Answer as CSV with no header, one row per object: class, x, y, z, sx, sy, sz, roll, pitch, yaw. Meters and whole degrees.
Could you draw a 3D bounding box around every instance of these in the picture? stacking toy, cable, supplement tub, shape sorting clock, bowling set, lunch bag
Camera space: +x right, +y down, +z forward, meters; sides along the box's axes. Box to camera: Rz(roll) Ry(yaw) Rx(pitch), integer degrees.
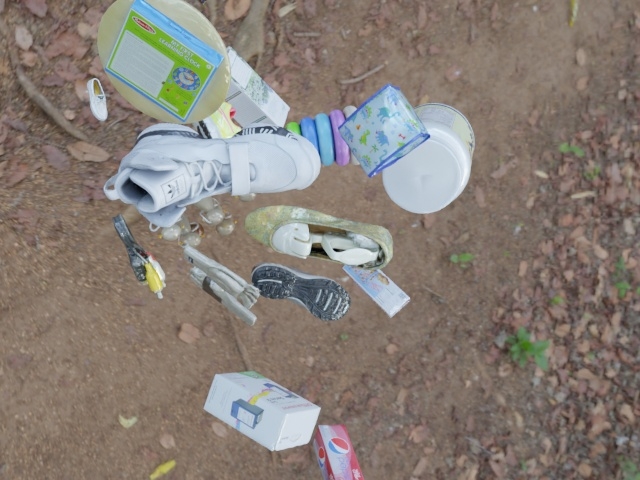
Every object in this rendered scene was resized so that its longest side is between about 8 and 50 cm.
stacking toy,-0.068,-0.228,1.516,0.329,0.141,0.141,-8,99,-4
cable,-0.455,0.017,1.628,0.072,0.140,0.287,-16,138,-11
supplement tub,0.292,-0.225,1.749,0.236,0.235,0.325,66,24,-18
shape sorting clock,-0.230,-0.266,0.954,0.206,0.206,0.040,46,41,-25
bowling set,-0.287,-0.048,1.627,0.286,0.154,0.200,-26,144,-20
lunch bag,0.125,-0.220,1.311,0.129,0.151,0.096,58,22,9

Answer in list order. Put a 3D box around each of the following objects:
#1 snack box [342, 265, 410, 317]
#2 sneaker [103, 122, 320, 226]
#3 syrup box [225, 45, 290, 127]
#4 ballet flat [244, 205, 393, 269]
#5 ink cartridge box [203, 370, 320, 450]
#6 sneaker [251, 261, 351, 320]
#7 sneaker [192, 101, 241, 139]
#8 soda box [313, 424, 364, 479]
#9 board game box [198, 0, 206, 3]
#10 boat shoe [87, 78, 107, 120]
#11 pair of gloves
snack box,0.134,0.106,1.569,0.064,0.178,0.022,-40,150,-9
sneaker,-0.193,-0.112,1.141,0.210,0.365,0.138,-66,158,-55
syrup box,-0.195,-0.374,1.669,0.237,0.096,0.093,43,45,-33
ballet flat,0.000,0.000,1.458,0.348,0.123,0.123,10,90,-9
ink cartridge box,-0.131,0.382,1.466,0.154,0.212,0.093,14,98,-58
sneaker,-0.046,0.114,1.583,0.271,0.108,0.100,23,96,-18
sneaker,-0.235,-0.282,1.397,0.094,0.081,0.209,-16,67,-25
soda box,0.055,0.658,1.868,0.092,0.263,0.084,4,119,-19
board game box,-0.272,-0.628,1.429,0.141,0.048,0.170,-44,75,-8
boat shoe,-0.531,-0.338,1.543,0.035,0.035,0.100,-13,92,-40
pair of gloves,-0.228,0.105,1.517,0.204,0.240,0.042,35,68,10
